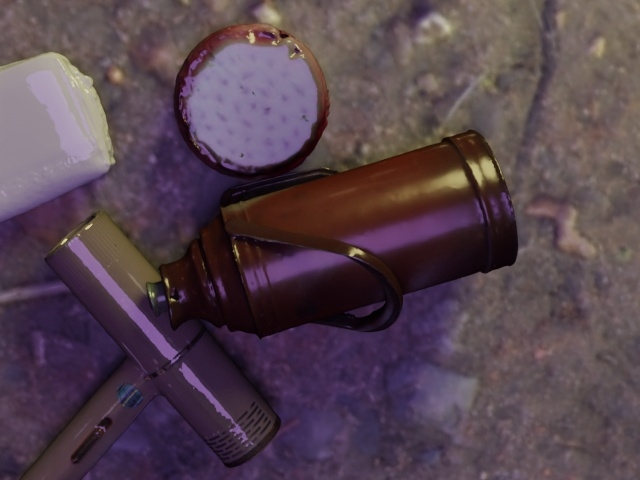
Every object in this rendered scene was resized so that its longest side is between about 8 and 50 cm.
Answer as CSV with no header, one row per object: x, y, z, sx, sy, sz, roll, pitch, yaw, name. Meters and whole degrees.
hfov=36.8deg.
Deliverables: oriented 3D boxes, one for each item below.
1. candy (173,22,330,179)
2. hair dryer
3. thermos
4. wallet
-0.044,-0.090,0.628,0.103,0.043,0.103,-1,104,-5,candy
-0.172,0.115,0.668,0.220,0.053,0.195,-35,103,10,hair dryer
0.000,0.001,0.625,0.232,0.124,0.099,-16,145,-4,thermos
-0.229,-0.054,0.624,0.190,0.033,0.095,-24,106,1,wallet
